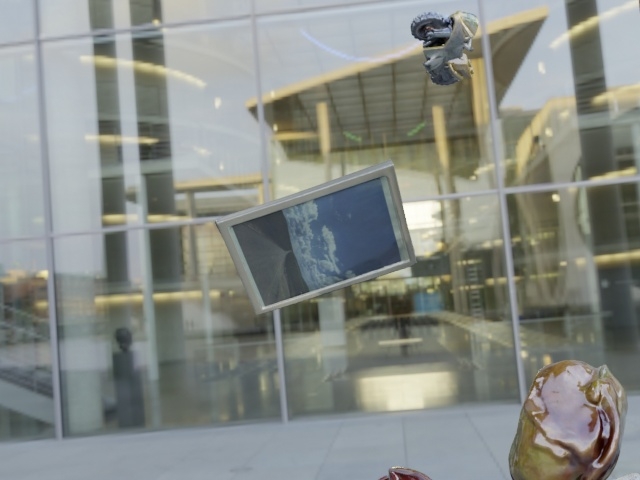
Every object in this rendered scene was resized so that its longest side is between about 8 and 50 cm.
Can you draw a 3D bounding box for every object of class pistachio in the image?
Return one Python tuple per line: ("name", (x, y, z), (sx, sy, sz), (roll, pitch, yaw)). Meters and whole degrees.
("pistachio", (0.293, 0.242, 0.979), (0.131, 0.210, 0.165), (26, -9, -7))

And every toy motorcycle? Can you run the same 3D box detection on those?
("toy motorcycle", (0.267, -0.389, 1.639), (0.130, 0.094, 0.229), (-14, -28, 16))

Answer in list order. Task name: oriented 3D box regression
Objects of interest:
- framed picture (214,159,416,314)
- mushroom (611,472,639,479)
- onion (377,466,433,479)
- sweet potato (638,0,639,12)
("framed picture", (0.000, 0.000, 1.157), (0.260, 0.189, 0.023), (-18, 38, 0))
("mushroom", (0.523, 0.520, 1.423), (0.108, 0.096, 0.247), (11, 39, 10))
("onion", (0.210, 0.788, 1.979), (0.398, 0.420, 0.398), (-37, -23, -19))
("sweet potato", (0.615, -0.514, 1.567), (0.044, 0.179, 0.044), (-29, 19, 11))
